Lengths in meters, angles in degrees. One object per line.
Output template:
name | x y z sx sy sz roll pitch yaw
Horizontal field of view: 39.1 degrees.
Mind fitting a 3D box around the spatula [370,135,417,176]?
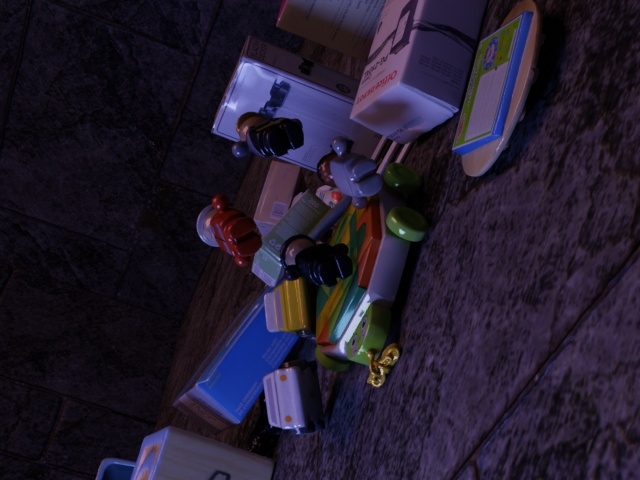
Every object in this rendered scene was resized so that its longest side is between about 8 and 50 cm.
spatula | 0.132 -0.173 1.454 0.168 0.019 0.242 -93 24 -51

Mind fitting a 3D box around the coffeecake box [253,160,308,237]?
coffeecake box | -0.081 -0.071 1.990 0.185 0.068 0.142 72 -147 -70

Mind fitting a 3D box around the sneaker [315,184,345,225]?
sneaker | 0.017 -0.062 1.695 0.075 0.057 0.161 -67 13 -16

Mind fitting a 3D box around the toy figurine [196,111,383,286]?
toy figurine | -0.042 -0.055 1.212 0.148 0.213 0.209 20 91 65

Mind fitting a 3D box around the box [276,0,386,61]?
box | 0.075 -0.451 1.612 0.117 0.243 0.213 -81 15 -44

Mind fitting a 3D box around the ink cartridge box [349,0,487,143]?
ink cartridge box | 0.146 -0.282 1.312 0.172 0.100 0.237 -25 45 66

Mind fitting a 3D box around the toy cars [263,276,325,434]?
toy cars | -0.046 0.166 1.349 0.393 0.087 0.176 -88 -13 -58

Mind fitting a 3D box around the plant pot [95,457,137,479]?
plant pot | -0.325 0.605 1.751 0.252 0.248 0.247 98 -179 -50

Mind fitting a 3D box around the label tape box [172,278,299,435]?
label tape box | -0.128 0.207 1.620 0.249 0.115 0.348 -54 6 -24

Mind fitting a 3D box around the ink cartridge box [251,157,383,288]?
ink cartridge box | -0.008 -0.037 1.418 0.235 0.056 0.171 -48 -5 -16

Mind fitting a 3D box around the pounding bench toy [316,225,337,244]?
pounding bench toy | 0.000 0.000 1.602 0.052 0.083 0.065 132 154 -64

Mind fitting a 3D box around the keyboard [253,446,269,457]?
keyboard | -0.125 0.463 1.584 0.072 0.014 0.256 127 160 -56

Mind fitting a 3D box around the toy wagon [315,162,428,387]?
toy wagon | 0.062 0.058 1.248 0.344 0.068 0.267 -87 20 -57

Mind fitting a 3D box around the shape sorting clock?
shape sorting clock | 0.205 -0.171 1.024 0.206 0.040 0.206 -164 90 -79

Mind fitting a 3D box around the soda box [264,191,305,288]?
soda box | -0.049 0.015 1.853 0.074 0.069 0.216 151 137 -74

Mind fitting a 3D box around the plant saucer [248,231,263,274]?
plant saucer | -0.141 0.003 2.400 0.198 0.036 0.198 -159 90 -79

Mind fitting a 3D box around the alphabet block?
alphabet block | -0.219 0.444 1.536 0.192 0.197 0.193 -34 36 62

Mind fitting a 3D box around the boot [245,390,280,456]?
boot | -0.101 0.326 1.616 0.099 0.045 0.121 -64 18 3

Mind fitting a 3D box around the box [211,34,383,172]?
box | -0.026 -0.223 1.580 0.087 0.290 0.169 -85 17 -51
